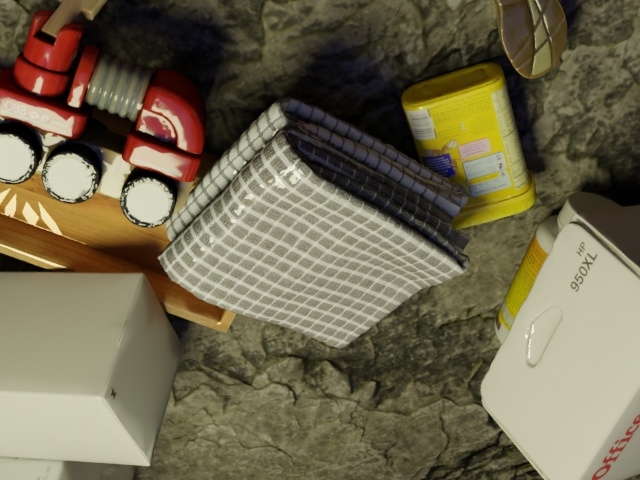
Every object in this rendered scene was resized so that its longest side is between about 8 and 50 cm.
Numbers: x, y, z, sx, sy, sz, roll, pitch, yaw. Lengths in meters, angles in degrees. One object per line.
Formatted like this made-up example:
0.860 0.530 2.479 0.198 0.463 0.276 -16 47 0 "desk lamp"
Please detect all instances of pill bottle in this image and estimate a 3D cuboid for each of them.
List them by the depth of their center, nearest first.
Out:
0.308 0.050 1.109 0.117 0.117 0.215 11 124 -8 "pill bottle"

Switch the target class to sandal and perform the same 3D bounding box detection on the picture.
0.208 -0.262 0.943 0.072 0.049 0.180 -28 106 11 "sandal"

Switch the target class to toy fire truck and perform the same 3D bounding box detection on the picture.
-0.210 -0.172 0.908 0.217 0.158 0.246 18 112 -13 "toy fire truck"

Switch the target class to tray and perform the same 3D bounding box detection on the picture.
-0.263 -0.048 1.068 0.411 0.076 0.203 22 122 -14 "tray"

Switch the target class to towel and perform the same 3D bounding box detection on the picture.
0.000 0.000 0.974 0.283 0.121 0.235 26 128 -29 "towel"

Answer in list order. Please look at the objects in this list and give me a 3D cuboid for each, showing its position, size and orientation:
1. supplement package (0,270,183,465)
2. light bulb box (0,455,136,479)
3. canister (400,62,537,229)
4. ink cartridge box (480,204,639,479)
-0.348 0.156 1.092 0.293 0.177 0.175 1 140 13 "supplement package"
-0.478 0.377 1.184 0.361 0.358 0.225 -7 123 6 "light bulb box"
0.173 -0.109 1.028 0.126 0.073 0.170 -15 122 11 "canister"
0.419 0.109 1.025 0.395 0.166 0.285 -7 130 -31 "ink cartridge box"
